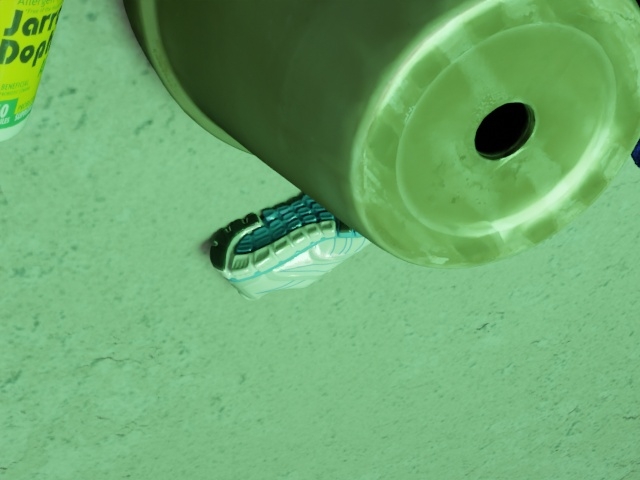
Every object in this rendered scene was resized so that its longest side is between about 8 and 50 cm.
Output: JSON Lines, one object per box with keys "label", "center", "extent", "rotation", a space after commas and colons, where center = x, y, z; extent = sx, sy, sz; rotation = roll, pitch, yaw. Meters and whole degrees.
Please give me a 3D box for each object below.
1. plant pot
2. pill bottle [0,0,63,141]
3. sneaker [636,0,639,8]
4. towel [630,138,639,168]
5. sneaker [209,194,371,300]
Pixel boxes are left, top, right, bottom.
{"label": "plant pot", "center": [0.055, -0.141, 0.623], "extent": [0.323, 0.280, 0.323], "rotation": [-14, 131, -16]}
{"label": "pill bottle", "center": [-0.209, -0.171, 0.577], "extent": [0.118, 0.117, 0.208], "rotation": [8, 123, -31]}
{"label": "sneaker", "center": [0.295, -0.224, 0.800], "extent": [0.232, 0.090, 0.081], "rotation": [-30, 134, 0]}
{"label": "towel", "center": [0.415, -0.165, 0.858], "extent": [0.308, 0.076, 0.227], "rotation": [-12, 134, -42]}
{"label": "sneaker", "center": [0.000, 0.000, 0.870], "extent": [0.191, 0.071, 0.083], "rotation": [-20, 140, 2]}
